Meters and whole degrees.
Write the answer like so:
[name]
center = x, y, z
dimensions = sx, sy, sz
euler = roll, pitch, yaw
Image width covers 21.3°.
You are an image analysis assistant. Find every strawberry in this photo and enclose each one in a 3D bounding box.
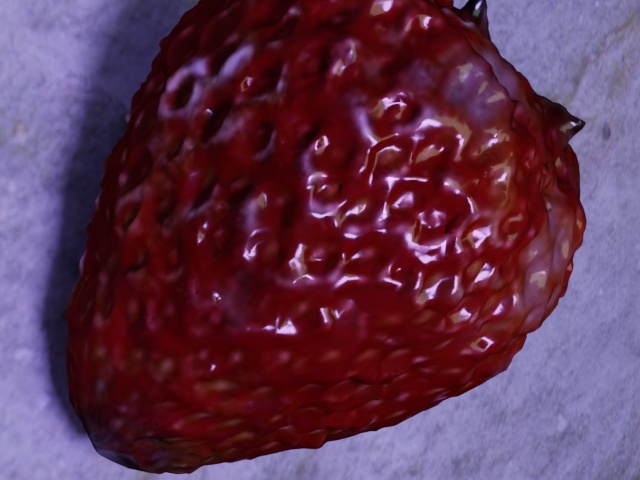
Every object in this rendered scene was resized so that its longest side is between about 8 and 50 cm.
[strawberry]
center = 0.013, -0.006, 1.012
dimensions = 0.292, 0.292, 0.310
euler = 43, 51, -47
